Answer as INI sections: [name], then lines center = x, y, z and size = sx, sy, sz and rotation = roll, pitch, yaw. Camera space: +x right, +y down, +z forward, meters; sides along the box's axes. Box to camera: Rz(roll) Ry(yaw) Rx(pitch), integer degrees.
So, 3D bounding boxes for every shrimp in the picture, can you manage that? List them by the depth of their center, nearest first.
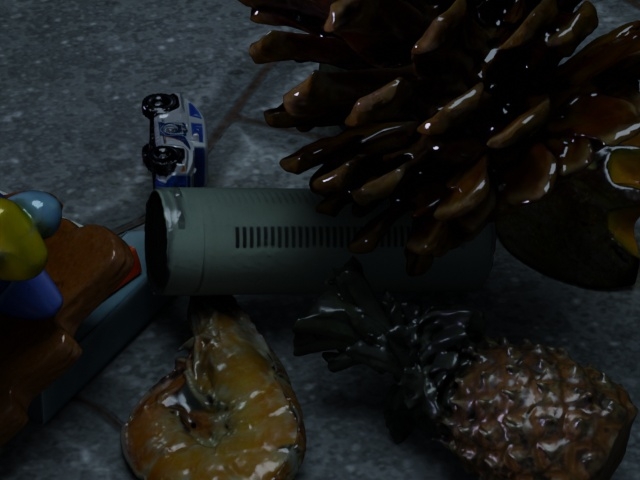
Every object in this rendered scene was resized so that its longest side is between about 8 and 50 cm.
[shrimp]
center = -0.110, 0.141, 1.695
size = 0.164, 0.062, 0.317
rotation = -13, 38, -7

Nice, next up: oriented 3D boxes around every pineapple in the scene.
[pineapple]
center = 0.118, 0.133, 1.624
size = 0.310, 0.170, 0.141
rotation = 28, 43, 19

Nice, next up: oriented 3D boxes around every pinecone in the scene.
[pinecone]
center = 0.099, -0.179, 1.639
size = 0.385, 0.384, 0.384
rotation = 1, 38, -1

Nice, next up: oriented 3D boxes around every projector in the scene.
[projector]
center = 0.000, 0.000, 1.788
size = 0.338, 0.108, 0.108
rotation = 0, 36, -20

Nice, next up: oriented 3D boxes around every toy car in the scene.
[toy car]
center = -0.156, -0.095, 1.978
size = 0.070, 0.080, 0.170
rotation = -1, 37, -6

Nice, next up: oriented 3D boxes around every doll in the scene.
[doll]
center = -0.364, 0.063, 1.569
size = 0.366, 0.187, 0.376
rotation = -39, 38, 1

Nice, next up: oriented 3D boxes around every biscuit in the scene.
[biscuit]
center = -0.309, 0.093, 1.679
size = 0.284, 0.043, 0.306
rotation = 1, 61, 33

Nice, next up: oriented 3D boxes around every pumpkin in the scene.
[pumpkin]
center = 0.257, -0.076, 1.925
size = 0.149, 0.130, 0.254
rotation = 2, 39, 0

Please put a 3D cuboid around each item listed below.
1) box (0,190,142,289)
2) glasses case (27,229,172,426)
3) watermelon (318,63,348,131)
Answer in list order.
[box]
center = -0.304, 0.020, 1.816
size = 0.245, 0.035, 0.139
rotation = 20, 46, 39
[glasses case]
center = -0.219, 0.079, 1.785
size = 0.105, 0.056, 0.266
rotation = -2, 30, 37
[watermelon]
center = 0.102, -0.191, 2.009
size = 0.212, 0.212, 0.212
rotation = 1, 38, -1
